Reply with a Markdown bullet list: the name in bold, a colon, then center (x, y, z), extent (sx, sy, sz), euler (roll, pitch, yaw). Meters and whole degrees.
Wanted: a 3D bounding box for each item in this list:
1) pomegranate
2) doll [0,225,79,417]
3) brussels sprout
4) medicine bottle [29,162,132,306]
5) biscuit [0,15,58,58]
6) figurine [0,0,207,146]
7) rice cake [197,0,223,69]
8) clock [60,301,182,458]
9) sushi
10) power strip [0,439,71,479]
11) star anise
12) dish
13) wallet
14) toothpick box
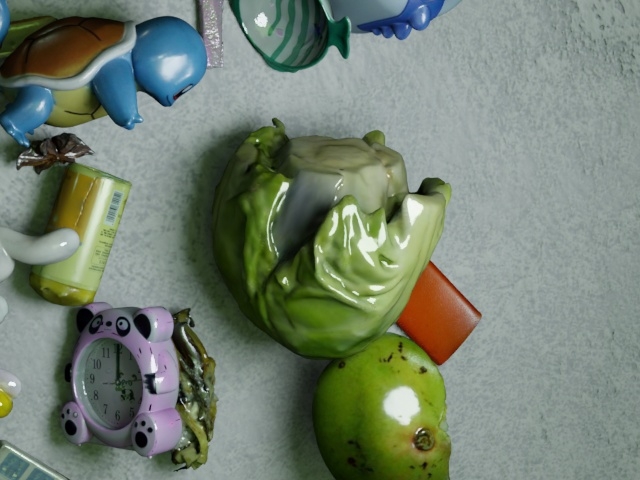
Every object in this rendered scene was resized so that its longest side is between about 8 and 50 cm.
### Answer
- **pomegranate**: center (0.079, 0.322, 1.921), extent (0.216, 0.358, 0.309), euler (-19, 104, -26)
- **doll**: center (-0.603, 0.106, 1.690), extent (0.376, 0.187, 0.365), euler (9, 87, 14)
- **brussels sprout**: center (0.005, 0.014, 1.840), extent (0.342, 0.425, 0.361), euler (-15, 122, -33)
- **medicine bottle**: center (-0.409, -0.006, 1.813), extent (0.124, 0.124, 0.239), euler (20, 88, -23)
- **biscuit**: center (-0.522, -0.329, 1.768), extent (0.188, 0.052, 0.056), euler (-14, 112, -19)
- **figurine**: center (-0.396, -0.261, 1.715), extent (0.416, 0.298, 0.243), euler (8, 93, -11)
- **rice cake**: center (-0.199, -0.407, 1.904), extent (0.047, 0.036, 0.206), euler (-5, 97, -32)
- **clock**: center (-0.336, 0.232, 1.824), extent (0.090, 0.228, 0.248), euler (-2, 93, -58)
- **sushi**: center (-0.246, 0.262, 1.919), extent (0.131, 0.139, 0.291), euler (-12, 100, -1)
- **power strip**: center (-0.445, 0.482, 1.888), extent (0.367, 0.043, 0.106), euler (38, 81, -22)
- **star anise**: center (-0.447, -0.148, 1.786), extent (0.141, 0.141, 0.042), euler (-17, 83, -20)
- **dish**: center (-0.036, -0.401, 1.898), extent (0.078, 0.246, 0.224), euler (-46, 148, -42)
- **wallet**: center (0.214, 0.133, 2.130), extent (0.204, 0.045, 0.142), euler (45, 76, -21)
- **toothpick box**: center (0.129, -0.477, 1.862), extent (0.263, 0.355, 0.263), euler (-2, 96, -23)
